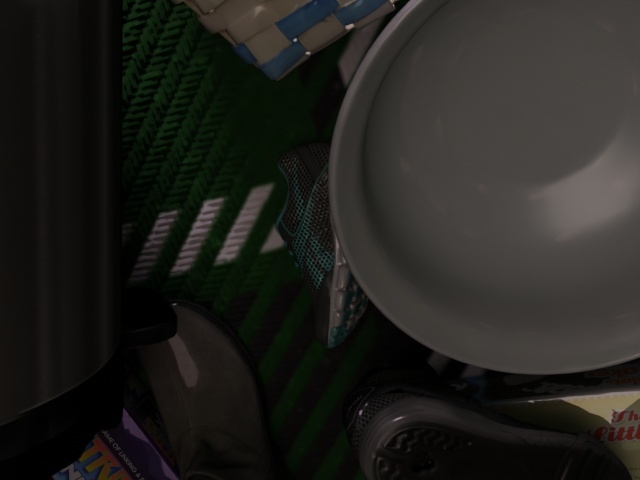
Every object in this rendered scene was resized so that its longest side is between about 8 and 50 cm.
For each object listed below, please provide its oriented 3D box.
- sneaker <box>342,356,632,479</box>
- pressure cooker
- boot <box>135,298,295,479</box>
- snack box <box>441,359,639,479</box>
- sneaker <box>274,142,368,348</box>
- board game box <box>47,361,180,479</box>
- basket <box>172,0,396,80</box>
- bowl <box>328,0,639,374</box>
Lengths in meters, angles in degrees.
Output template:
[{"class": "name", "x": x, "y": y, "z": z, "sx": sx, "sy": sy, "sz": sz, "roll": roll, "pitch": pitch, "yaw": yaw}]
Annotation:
[{"class": "sneaker", "x": 0.113, "y": 0.144, "z": 0.625, "sx": 0.227, "sy": 0.130, "sz": 0.087, "roll": 18, "pitch": 101, "yaw": -21}, {"class": "pressure cooker", "x": -0.315, "y": 0.001, "z": 0.564, "sx": 0.370, "sy": 0.375, "sz": 0.420, "roll": 7, "pitch": 105, "yaw": 18}, {"class": "boot", "x": -0.090, "y": 0.174, "z": 0.685, "sx": 0.083, "sy": 0.161, "sz": 0.246, "roll": -23, "pitch": 100, "yaw": 16}, {"class": "snack box", "x": 0.205, "y": 0.194, "z": 0.685, "sx": 0.322, "sy": 0.060, "sz": 0.187, "roll": -8, "pitch": 102, "yaw": 13}, {"class": "sneaker", "x": 0.000, "y": 0.000, "z": 0.682, "sx": 0.076, "sy": 0.065, "sz": 0.166, "roll": 8, "pitch": 104, "yaw": 26}, {"class": "board game box", "x": -0.198, "y": 0.190, "z": 0.772, "sx": 0.141, "sy": 0.048, "sz": 0.170, "roll": -34, "pitch": 97, "yaw": 19}, {"class": "basket", "x": -0.058, "y": -0.262, "z": 0.518, "sx": 0.201, "sy": 0.255, "sz": 0.289, "roll": -37, "pitch": 115, "yaw": 19}, {"class": "bowl", "x": 0.149, "y": -0.068, "z": 0.566, "sx": 0.298, "sy": 0.134, "sz": 0.298, "roll": -1, "pitch": 121, "yaw": -2}]
